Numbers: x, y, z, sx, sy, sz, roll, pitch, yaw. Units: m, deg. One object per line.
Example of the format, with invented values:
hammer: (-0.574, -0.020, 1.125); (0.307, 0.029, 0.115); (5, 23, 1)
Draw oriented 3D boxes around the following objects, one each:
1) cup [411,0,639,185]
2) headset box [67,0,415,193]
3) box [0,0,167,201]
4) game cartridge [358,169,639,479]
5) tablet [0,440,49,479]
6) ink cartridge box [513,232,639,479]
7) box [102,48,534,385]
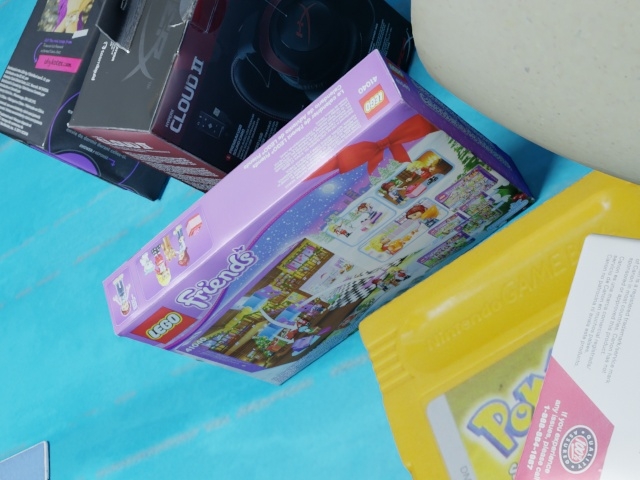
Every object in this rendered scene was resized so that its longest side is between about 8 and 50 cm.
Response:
cup: (0.256, -0.150, 0.581); (0.331, 0.331, 0.237); (-48, 62, 13)
headset box: (-0.062, -0.149, 0.833); (0.110, 0.293, 0.218); (9, 79, 41)
box: (-0.220, -0.205, 1.073); (0.143, 0.165, 0.270); (23, 87, 43)
game cartridge: (0.185, 0.126, 0.680); (0.285, 0.052, 0.324); (-36, 54, 23)
tablet: (-0.327, 0.258, 1.076); (0.083, 0.006, 0.054); (-28, 57, 29)
ink cartridge box: (0.248, 0.103, 0.538); (0.237, 0.100, 0.172); (11, 78, 43)
box: (0.000, 0.000, 0.783); (0.293, 0.201, 0.057); (-38, 52, 21)
